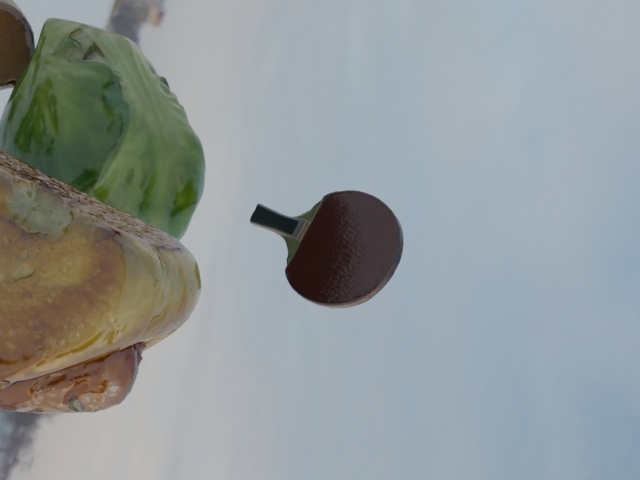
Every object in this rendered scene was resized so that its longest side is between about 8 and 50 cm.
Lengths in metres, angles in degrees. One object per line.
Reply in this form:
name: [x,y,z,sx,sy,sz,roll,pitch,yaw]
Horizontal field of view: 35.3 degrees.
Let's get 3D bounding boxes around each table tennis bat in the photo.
table tennis bat: [0.000,0.000,1.088,0.220,0.019,0.130,22,-100,44]

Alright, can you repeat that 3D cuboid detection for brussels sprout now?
brussels sprout: [-0.250,-0.107,1.119,0.219,0.210,0.271,4,-82,51]

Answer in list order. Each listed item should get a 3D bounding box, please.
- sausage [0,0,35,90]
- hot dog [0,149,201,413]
sausage: [-0.445,-0.275,1.165,0.123,0.253,0.123,-45,157,-25]
hot dog: [-0.218,0.027,0.669,0.153,0.256,0.150,-65,168,3]
